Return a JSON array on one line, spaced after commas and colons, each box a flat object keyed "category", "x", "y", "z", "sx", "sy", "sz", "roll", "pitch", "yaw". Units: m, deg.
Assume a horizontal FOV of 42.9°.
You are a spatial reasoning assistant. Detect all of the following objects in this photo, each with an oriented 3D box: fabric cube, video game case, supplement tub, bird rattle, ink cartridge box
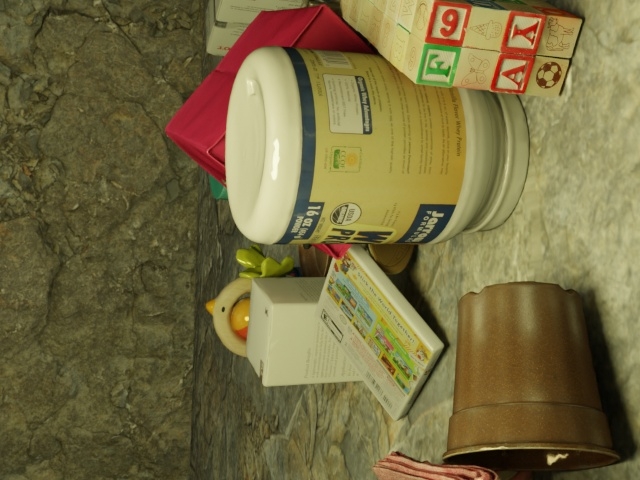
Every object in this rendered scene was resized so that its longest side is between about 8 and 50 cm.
[{"category": "fabric cube", "x": -0.033, "y": -0.163, "z": 1.198, "sx": 0.259, "sy": 0.254, "sz": 0.258, "roll": -52, "pitch": 27, "yaw": -4}, {"category": "video game case", "x": 0.080, "y": 0.133, "z": 1.230, "sx": 0.227, "sy": 0.026, "sz": 0.206, "roll": 52, "pitch": 147, "yaw": 27}, {"category": "supplement tub", "x": 0.062, "y": -0.107, "z": 0.975, "sx": 0.228, "sy": 0.316, "sz": 0.228, "roll": 180, "pitch": 90, "yaw": -71}, {"category": "bird rattle", "x": -0.104, "y": 0.137, "z": 1.573, "sx": 0.253, "sy": 0.207, "sz": 0.143, "roll": 61, "pitch": 171, "yaw": -23}, {"category": "ink cartridge box", "x": -0.133, "y": -0.518, "z": 1.781, "sx": 0.273, "sy": 0.197, "sz": 0.114, "roll": 128, "pitch": 140, "yaw": -61}]

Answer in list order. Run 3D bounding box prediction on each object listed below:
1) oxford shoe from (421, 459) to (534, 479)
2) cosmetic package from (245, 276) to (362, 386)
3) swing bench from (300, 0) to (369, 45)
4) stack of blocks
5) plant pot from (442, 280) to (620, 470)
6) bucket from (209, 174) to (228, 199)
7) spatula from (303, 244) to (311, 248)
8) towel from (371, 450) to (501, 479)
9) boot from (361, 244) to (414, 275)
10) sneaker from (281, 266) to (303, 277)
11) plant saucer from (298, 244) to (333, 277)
[{"category": "oxford shoe", "x": 0.172, "y": 0.339, "z": 1.008, "sx": 0.130, "sy": 0.123, "sz": 0.348, "roll": 59, "pitch": 154, "yaw": 8}, {"category": "cosmetic package", "x": -0.025, "y": 0.157, "z": 1.445, "sx": 0.151, "sy": 0.184, "sz": 0.151, "roll": -138, "pitch": 52, "yaw": -66}, {"category": "swing bench", "x": -0.004, "y": -0.343, "z": 1.450, "sx": 0.254, "sy": 0.165, "sz": 0.253, "roll": -117, "pitch": 33, "yaw": -45}, {"category": "stack of blocks", "x": 0.147, "y": -0.263, "z": 0.957, "sx": 0.297, "sy": 0.171, "sz": 0.087, "roll": -118, "pitch": 34, "yaw": -57}, {"category": "plant pot", "x": 0.202, "y": 0.136, "z": 0.812, "sx": 0.167, "sy": 0.167, "sz": 0.165, "roll": 130, "pitch": 144, "yaw": -63}, {"category": "bucket", "x": -0.137, "y": -0.205, "z": 1.802, "sx": 0.281, "sy": 0.183, "sz": 0.281, "roll": -179, "pitch": 90, "yaw": -72}, {"category": "spatula", "x": 0.019, "y": -0.100, "z": 1.468, "sx": 0.030, "sy": 0.084, "sz": 0.296, "roll": 37, "pitch": 127, "yaw": 19}, {"category": "towel", "x": 0.190, "y": 0.348, "z": 0.776, "sx": 0.329, "sy": 0.037, "sz": 0.237, "roll": 57, "pitch": 160, "yaw": -3}, {"category": "boot", "x": 0.083, "y": -0.011, "z": 1.298, "sx": 0.165, "sy": 0.077, "sz": 0.213, "roll": 119, "pitch": 152, "yaw": -54}, {"category": "sneaker", "x": -0.069, "y": 0.104, "z": 1.738, "sx": 0.221, "sy": 0.087, "sz": 0.083, "roll": -157, "pitch": 70, "yaw": -70}, {"category": "plant saucer", "x": 0.000, "y": 0.000, "z": 1.613, "sx": 0.198, "sy": 0.036, "sz": 0.198, "roll": -179, "pitch": 90, "yaw": -73}]
